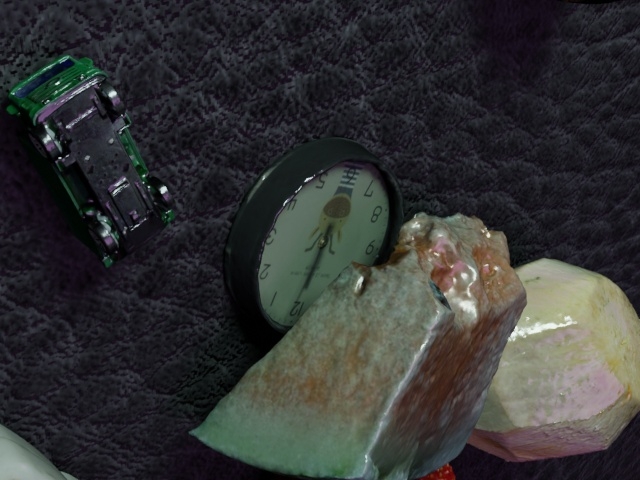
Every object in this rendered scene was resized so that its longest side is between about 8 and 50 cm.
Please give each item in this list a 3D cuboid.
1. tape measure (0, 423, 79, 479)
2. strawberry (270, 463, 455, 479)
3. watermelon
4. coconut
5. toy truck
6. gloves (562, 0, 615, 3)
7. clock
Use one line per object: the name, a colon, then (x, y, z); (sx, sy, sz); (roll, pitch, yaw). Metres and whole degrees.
tape measure: (-0.274, 0.277, 0.789); (0.258, 0.130, 0.265); (-44, 139, -11)
strawberry: (0.046, 0.236, 1.078); (0.208, 0.167, 0.087); (-50, 161, -44)
watermelon: (0.062, 0.124, 0.946); (0.302, 0.151, 0.264); (-52, 154, 14)
coconut: (0.219, 0.127, 1.146); (0.237, 0.236, 0.197); (31, 51, -50)
toy truck: (-0.154, -0.054, 0.726); (0.065, 0.079, 0.147); (-39, 138, -19)
gloves: (0.207, -0.351, 0.813); (0.356, 0.155, 0.203); (65, 33, -43)
clock: (0.000, 0.000, 0.948); (0.184, 0.040, 0.185); (-25, 131, -33)
